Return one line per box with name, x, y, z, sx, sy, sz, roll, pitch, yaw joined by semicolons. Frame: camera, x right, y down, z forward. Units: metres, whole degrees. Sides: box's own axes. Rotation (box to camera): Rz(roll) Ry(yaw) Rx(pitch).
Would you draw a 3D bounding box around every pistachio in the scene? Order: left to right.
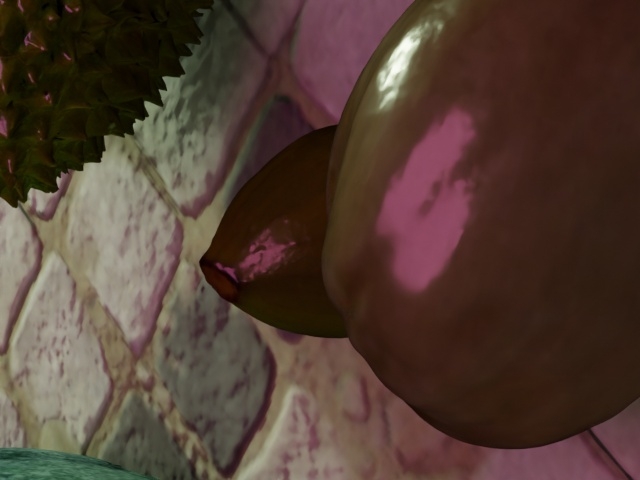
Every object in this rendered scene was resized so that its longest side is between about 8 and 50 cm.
pistachio;0.065;-0.025;0.550;0.126;0.108;0.186;25;107;21

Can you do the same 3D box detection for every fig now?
fig;0.000;0.000;0.642;0.074;0.088;0.074;49;151;38

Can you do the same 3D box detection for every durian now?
durian;-0.114;-0.099;0.722;0.198;0.159;0.146;-47;63;3

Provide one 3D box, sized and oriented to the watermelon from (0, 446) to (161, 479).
watermelon;-0.187;0.225;0.797;0.387;0.228;0.258;-15;85;44
